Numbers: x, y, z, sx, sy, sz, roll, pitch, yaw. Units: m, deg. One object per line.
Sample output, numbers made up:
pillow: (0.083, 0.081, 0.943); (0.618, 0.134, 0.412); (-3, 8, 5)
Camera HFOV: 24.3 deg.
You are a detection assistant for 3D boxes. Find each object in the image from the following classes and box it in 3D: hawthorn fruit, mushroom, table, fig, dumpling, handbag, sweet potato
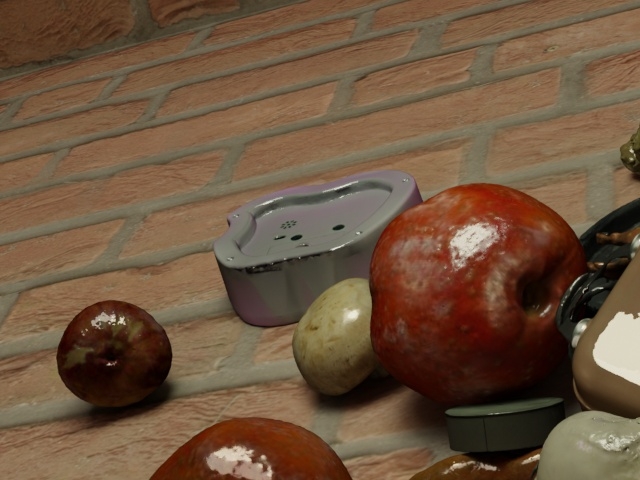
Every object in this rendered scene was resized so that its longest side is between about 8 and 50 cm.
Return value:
hawthorn fruit: (-0.073, 0.288, 1.525); (0.231, 0.235, 0.263); (-21, 22, 2)
mushroom: (0.040, 0.129, 1.937); (0.166, 0.127, 0.166); (-39, 15, 12)
table: (0.208, 0.205, 1.664); (0.133, 0.043, 0.133); (-7, -1, 0)
fig: (-0.293, 0.176, 2.115); (0.160, 0.231, 0.143); (-3, 66, -9)
dumpling: (0.271, 0.261, 1.465); (0.172, 0.142, 0.247); (-57, 10, -23)
hawthorn fruit: (0.190, 0.066, 1.787); (0.284, 0.284, 0.284); (-16, 23, 7)
handbag: (0.388, 0.097, 1.596); (0.283, 0.149, 0.302); (17, 60, 37)
sweet potato: (0.185, 0.255, 1.629); (0.202, 0.055, 0.058); (-12, 52, 13)

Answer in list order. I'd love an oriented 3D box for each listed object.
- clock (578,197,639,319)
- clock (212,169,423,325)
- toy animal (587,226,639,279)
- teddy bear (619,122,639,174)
clock: (0.497, 0.028, 1.861); (0.386, 0.076, 0.386); (-16, 23, 7)
clock: (0.000, 0.000, 2.271); (0.338, 0.102, 0.338); (-16, 23, 7)
toy animal: (0.458, 0.004, 1.775); (0.224, 0.066, 0.229); (-12, 5, -36)
teddy bear: (0.564, -0.153, 2.114); (0.267, 0.156, 0.256); (-14, 25, 8)
